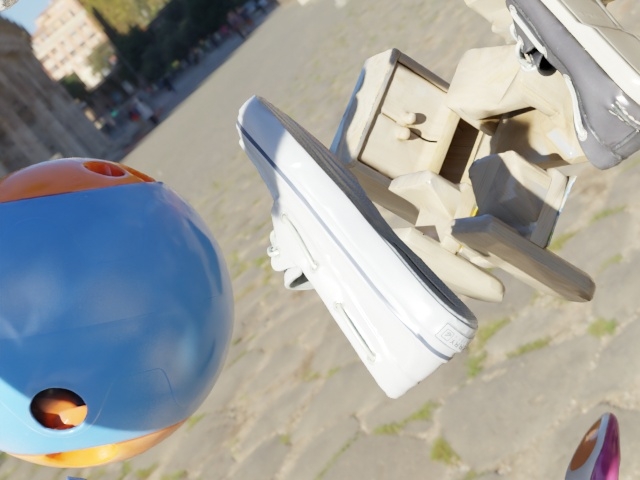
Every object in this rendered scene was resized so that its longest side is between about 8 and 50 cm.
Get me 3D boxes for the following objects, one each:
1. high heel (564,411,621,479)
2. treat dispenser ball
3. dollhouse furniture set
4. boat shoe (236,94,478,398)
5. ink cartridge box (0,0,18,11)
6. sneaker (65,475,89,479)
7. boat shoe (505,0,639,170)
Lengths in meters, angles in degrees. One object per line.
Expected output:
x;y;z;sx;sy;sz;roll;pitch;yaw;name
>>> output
0.372;0.339;1.303;0.082;0.117;0.244;-57;6;50;high heel
-0.225;0.066;0.964;0.288;0.288;0.288;-37;13;10;treat dispenser ball
0.220;-0.104;1.099;0.394;0.256;0.362;-7;58;62;dollhouse furniture set
0.000;0.000;0.648;0.076;0.226;0.083;-46;-32;12;boat shoe
-0.240;-0.303;0.632;0.066;0.296;0.261;-14;23;8;ink cartridge box
-0.243;0.354;1.127;0.090;0.232;0.081;3;30;-7;sneaker
0.137;-0.126;0.628;0.065;0.075;0.206;-57;46;32;boat shoe
